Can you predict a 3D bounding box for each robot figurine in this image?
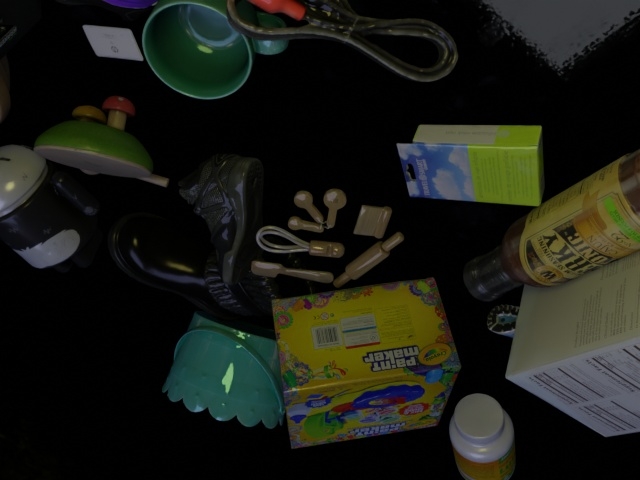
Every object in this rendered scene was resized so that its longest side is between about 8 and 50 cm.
[{"bbox_3d":[-0.553,-0.060,1.267,0.173,0.209,0.278,43,170,50],"label":"robot figurine"}]

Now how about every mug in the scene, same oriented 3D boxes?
[{"bbox_3d":[-0.127,-0.248,0.790,0.158,0.097,0.129,22,135,-15],"label":"mug"}]

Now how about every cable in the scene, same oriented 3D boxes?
[{"bbox_3d":[0.014,-0.243,0.699,0.287,0.139,0.072,33,-177,-8],"label":"cable"}]

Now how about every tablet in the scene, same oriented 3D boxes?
[{"bbox_3d":[-0.301,-0.286,0.938,0.083,0.006,0.054,11,145,19],"label":"tablet"}]

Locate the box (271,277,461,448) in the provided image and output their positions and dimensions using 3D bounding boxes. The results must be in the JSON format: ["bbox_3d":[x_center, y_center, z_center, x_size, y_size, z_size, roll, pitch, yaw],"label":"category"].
[{"bbox_3d":[0.072,0.229,1.176,0.290,0.176,0.279,-8,145,-4],"label":"box"}]

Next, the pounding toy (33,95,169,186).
[{"bbox_3d":[-0.354,-0.172,1.069,0.183,0.110,0.237,9,175,3],"label":"pounding toy"}]

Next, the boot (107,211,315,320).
[{"bbox_3d":[-0.198,0.042,1.213,0.348,0.131,0.260,32,154,-32],"label":"boot"}]

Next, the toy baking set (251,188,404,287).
[{"bbox_3d":[0.006,0.003,1.075,0.197,0.030,0.256,31,128,-20],"label":"toy baking set"}]

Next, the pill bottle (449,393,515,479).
[{"bbox_3d":[0.356,0.438,1.422,0.137,0.136,0.245,7,143,24],"label":"pill bottle"}]

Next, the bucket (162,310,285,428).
[{"bbox_3d":[-0.187,0.273,1.405,0.281,0.183,0.281,16,176,1],"label":"bucket"}]

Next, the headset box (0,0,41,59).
[{"bbox_3d":[-0.532,-0.317,0.819,0.283,0.246,0.131,30,147,-7],"label":"headset box"}]

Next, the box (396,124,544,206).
[{"bbox_3d":[0.199,-0.100,0.854,0.178,0.042,0.109,6,142,26],"label":"box"}]

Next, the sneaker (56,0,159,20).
[{"bbox_3d":[-0.324,-0.351,0.759,0.294,0.102,0.146,27,152,-17],"label":"sneaker"}]

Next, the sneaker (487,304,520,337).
[{"bbox_3d":[0.368,0.138,1.085,0.162,0.063,0.073,-1,157,39],"label":"sneaker"}]

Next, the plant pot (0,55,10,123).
[{"bbox_3d":[-0.578,-0.291,1.009,0.238,0.109,0.237,16,146,11],"label":"plant pot"}]

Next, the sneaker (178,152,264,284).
[{"bbox_3d":[-0.167,-0.041,1.082,0.130,0.087,0.227,17,120,24],"label":"sneaker"}]

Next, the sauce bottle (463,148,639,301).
[{"bbox_3d":[0.323,-0.002,0.855,0.111,0.111,0.344,31,146,-11],"label":"sauce bottle"}]

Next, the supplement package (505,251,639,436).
[{"bbox_3d":[0.428,0.118,0.874,0.198,0.199,0.263,31,147,-12],"label":"supplement package"}]
